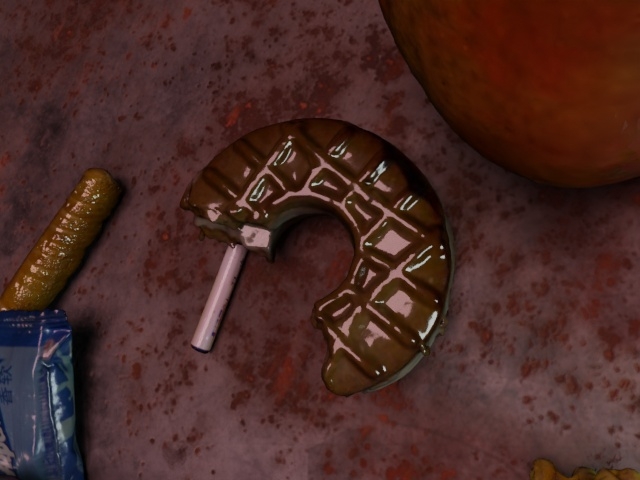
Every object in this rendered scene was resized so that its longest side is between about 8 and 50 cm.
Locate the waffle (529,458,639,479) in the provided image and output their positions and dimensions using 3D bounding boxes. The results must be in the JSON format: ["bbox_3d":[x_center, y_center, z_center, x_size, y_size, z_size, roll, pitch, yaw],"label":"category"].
[{"bbox_3d":[0.215,0.372,0.551,0.324,0.151,0.261,-29,72,-8],"label":"waffle"}]

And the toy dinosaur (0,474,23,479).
[{"bbox_3d":[-0.578,0.259,0.872,0.331,0.129,0.383,-32,79,27],"label":"toy dinosaur"}]

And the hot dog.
[{"bbox_3d":[-0.407,0.015,0.924,0.068,0.083,0.289,36,93,3],"label":"hot dog"}]

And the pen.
[{"bbox_3d":[-0.126,0.030,0.841,0.033,0.033,0.269,19,86,22],"label":"pen"}]

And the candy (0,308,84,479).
[{"bbox_3d":[-0.430,0.265,0.871,0.187,0.077,0.331,-6,89,19],"label":"candy"}]

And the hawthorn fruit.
[{"bbox_3d":[0.264,-0.295,0.561,0.472,0.472,0.471,-4,78,19],"label":"hawthorn fruit"}]

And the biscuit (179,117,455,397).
[{"bbox_3d":[0.019,-0.007,0.740,0.268,0.115,0.366,-46,76,1],"label":"biscuit"}]
